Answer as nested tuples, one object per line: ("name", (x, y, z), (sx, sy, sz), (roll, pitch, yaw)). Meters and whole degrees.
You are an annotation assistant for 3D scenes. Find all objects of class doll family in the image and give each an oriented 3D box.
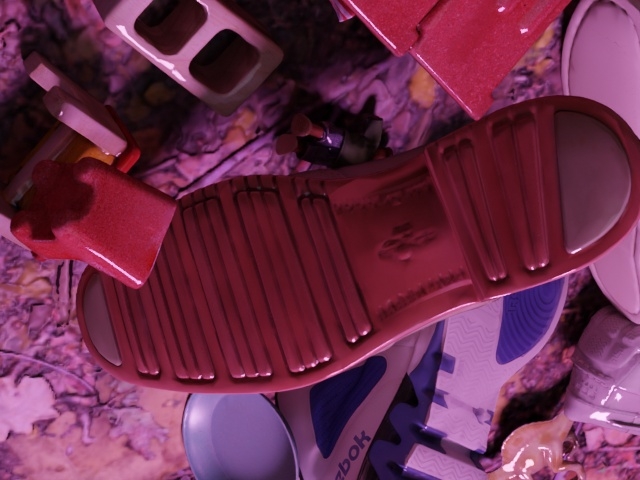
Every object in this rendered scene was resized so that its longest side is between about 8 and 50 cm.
("doll family", (0.000, 0.000, 1.116), (0.111, 0.076, 0.193), (16, 118, -38))

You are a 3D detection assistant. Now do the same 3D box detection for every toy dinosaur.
("toy dinosaur", (0.202, 0.182, 1.349), (0.183, 0.053, 0.092), (-43, 128, 6))

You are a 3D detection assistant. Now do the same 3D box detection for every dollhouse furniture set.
("dollhouse furniture set", (-0.041, -0.102, 0.937), (0.374, 0.201, 0.152), (-47, 129, 9))

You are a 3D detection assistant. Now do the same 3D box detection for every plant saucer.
("plant saucer", (-0.057, 0.160, 1.174), (0.021, 0.119, 0.119), (-22, 135, -48))

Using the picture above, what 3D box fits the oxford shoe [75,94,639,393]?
("oxford shoe", (0.030, 0.013, 1.007), (0.396, 0.146, 0.141), (-14, 88, 18))

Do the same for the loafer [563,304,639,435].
("loafer", (0.339, 0.155, 1.356), (0.319, 0.112, 0.111), (24, 98, -30))

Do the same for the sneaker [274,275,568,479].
("sneaker", (0.057, 0.101, 1.179), (0.127, 0.182, 0.316), (33, 74, -40))

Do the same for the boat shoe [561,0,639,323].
("boat shoe", (0.259, -0.074, 1.166), (0.096, 0.116, 0.324), (-27, 134, -14))
